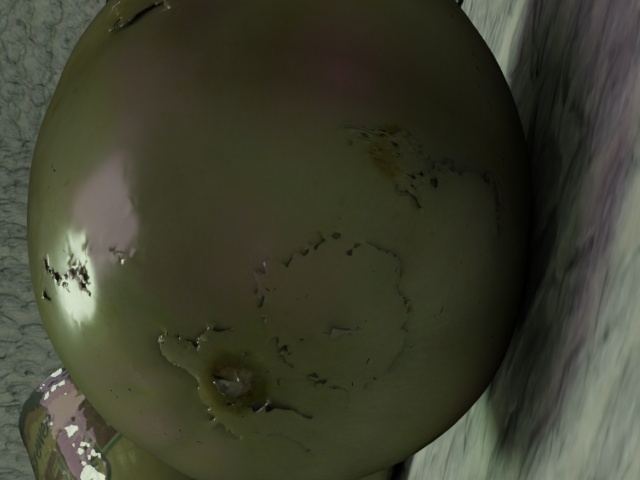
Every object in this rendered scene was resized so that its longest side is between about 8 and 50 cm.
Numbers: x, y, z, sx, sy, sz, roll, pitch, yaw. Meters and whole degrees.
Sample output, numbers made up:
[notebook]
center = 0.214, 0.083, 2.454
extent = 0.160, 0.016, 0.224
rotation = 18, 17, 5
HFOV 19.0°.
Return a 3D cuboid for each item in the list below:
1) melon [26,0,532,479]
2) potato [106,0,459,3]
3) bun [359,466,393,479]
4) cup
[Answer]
[melon]
center = -0.016, -0.020, 0.854
extent = 0.317, 0.223, 0.223
rotation = -88, 9, -63
[potato]
center = -0.033, -0.187, 1.388
extent = 0.288, 0.237, 0.300
rotation = 106, 173, -51
[bun]
center = -0.008, 0.099, 1.162
extent = 0.173, 0.113, 0.166
rotation = -113, 34, -87
[cup]
center = -0.140, 0.262, 1.713
extent = 0.301, 0.227, 0.257
rotation = 110, 149, -54
